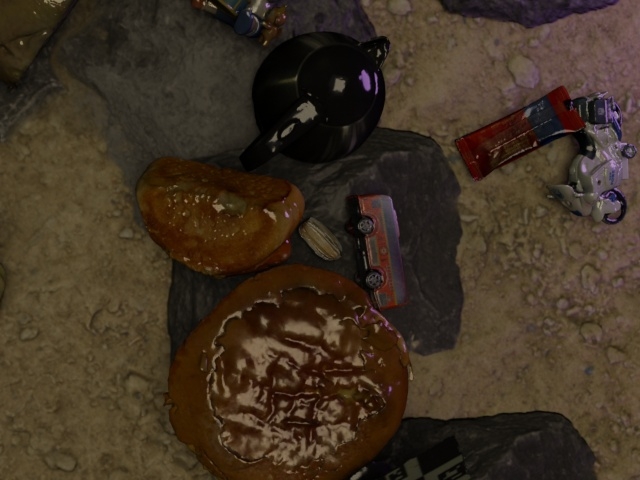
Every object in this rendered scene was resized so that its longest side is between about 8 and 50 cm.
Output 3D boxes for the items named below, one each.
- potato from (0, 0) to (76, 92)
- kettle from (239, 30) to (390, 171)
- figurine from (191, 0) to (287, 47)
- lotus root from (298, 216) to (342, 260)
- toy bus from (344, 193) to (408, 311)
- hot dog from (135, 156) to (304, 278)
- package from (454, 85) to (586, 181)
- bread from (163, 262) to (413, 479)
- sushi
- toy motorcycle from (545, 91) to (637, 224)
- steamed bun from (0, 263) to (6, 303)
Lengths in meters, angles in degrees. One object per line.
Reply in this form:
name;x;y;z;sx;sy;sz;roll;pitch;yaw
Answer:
potato;-0.489;-0.384;1.786;0.264;0.189;0.211;41;85;-7
kettle;-0.011;-0.221;1.825;0.251;0.271;0.207;-9;92;-10
figurine;-0.078;-0.444;1.869;0.161;0.158;0.275;33;86;32
lotus root;0.001;-0.001;1.951;0.083;0.030;0.037;46;115;-4
toy bus;0.091;0.018;1.952;0.077;0.065;0.192;-10;93;-20
hot dog;-0.157;-0.025;1.850;0.257;0.150;0.153;12;118;10
package;0.324;-0.173;1.970;0.200;0.022;0.083;-26;75;9
bread;-0.051;0.214;1.861;0.358;0.204;0.337;-42;99;-3
sushi;0.088;0.417;1.874;0.296;0.373;0.100;-29;51;-4
toy motorcycle;0.440;-0.134;1.991;0.150;0.102;0.221;-4;91;-23
steamed bun;-0.618;-0.029;1.759;0.428;0.189;0.247;42;84;-12
